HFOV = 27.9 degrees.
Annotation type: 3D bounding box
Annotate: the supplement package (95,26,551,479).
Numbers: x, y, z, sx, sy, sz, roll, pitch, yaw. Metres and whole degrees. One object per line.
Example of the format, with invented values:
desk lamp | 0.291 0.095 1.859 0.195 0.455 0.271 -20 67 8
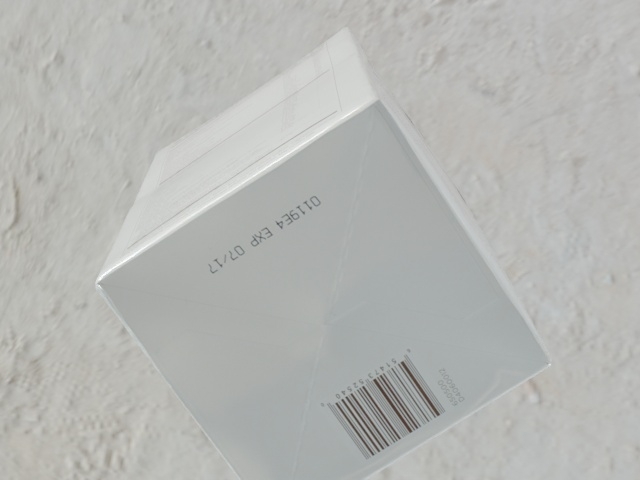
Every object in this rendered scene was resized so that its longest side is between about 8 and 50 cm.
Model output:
supplement package | 0.000 0.000 0.620 0.139 0.244 0.134 -32 104 8
